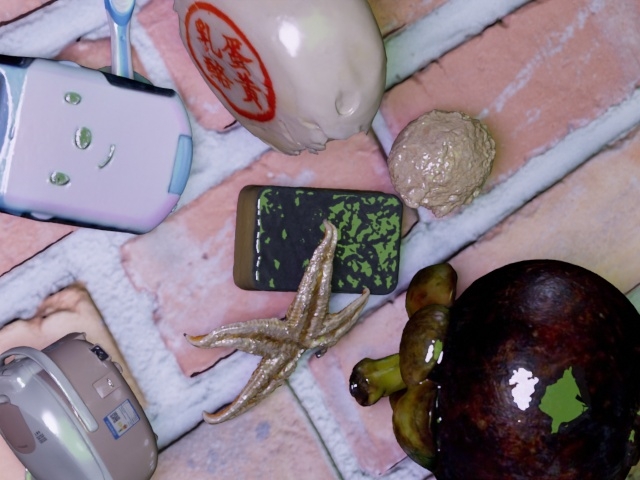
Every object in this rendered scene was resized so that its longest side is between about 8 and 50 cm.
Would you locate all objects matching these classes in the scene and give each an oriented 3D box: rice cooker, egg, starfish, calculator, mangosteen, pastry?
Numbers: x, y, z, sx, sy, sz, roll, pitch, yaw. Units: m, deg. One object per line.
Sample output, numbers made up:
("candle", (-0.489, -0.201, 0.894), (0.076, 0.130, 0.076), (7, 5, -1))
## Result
("rice cooker", (-0.257, 0.193, 1.705), (0.127, 0.145, 0.206), (-33, 101, -34))
("egg", (0.141, -0.093, 1.908), (0.140, 0.116, 0.118), (-21, 72, -25))
("starfish", (-0.049, 0.103, 1.815), (0.247, 0.050, 0.138), (-41, 128, -7))
("calculator", (-0.276, -0.104, 1.717), (0.293, 0.051, 0.173), (10, 94, -20))
("mangosteen", (0.232, 0.172, 1.875), (0.330, 0.330, 0.330), (-1, 92, -26))
("pastry", (-0.043, -0.211, 1.744), (0.133, 0.265, 0.265), (-41, 108, -22))

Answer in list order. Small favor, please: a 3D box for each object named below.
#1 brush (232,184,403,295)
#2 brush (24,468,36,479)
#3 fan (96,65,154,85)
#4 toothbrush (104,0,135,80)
("brush", (0.000, 0.000, 1.871), (0.197, 0.059, 0.123), (2, 91, -26))
("brush", (-0.312, 0.263, 1.751), (0.016, 0.013, 0.084), (8, 86, -24))
("fan", (-0.251, -0.139, 1.771), (0.175, 0.005, 0.113), (9, 88, -26))
("toothbrush", (-0.216, -0.262, 1.762), (0.040, 0.040, 0.386), (-5, 93, -26))
